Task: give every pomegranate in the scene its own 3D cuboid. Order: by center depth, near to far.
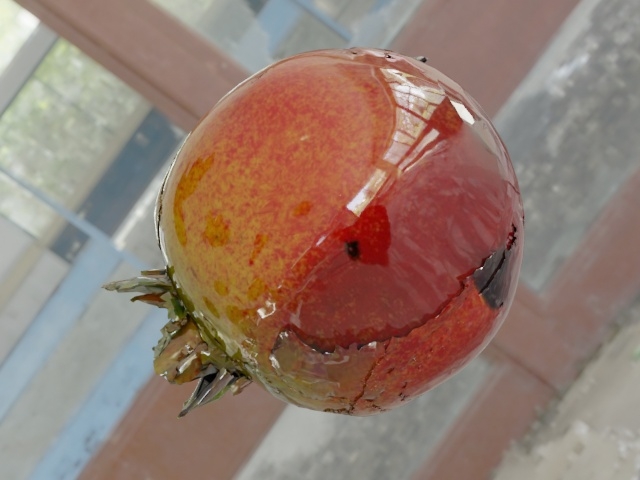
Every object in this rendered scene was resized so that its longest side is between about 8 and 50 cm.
[{"bbox_3d":[0.000,0.000,0.801,0.235,0.210,0.210,-33,11,0],"label":"pomegranate"}]
